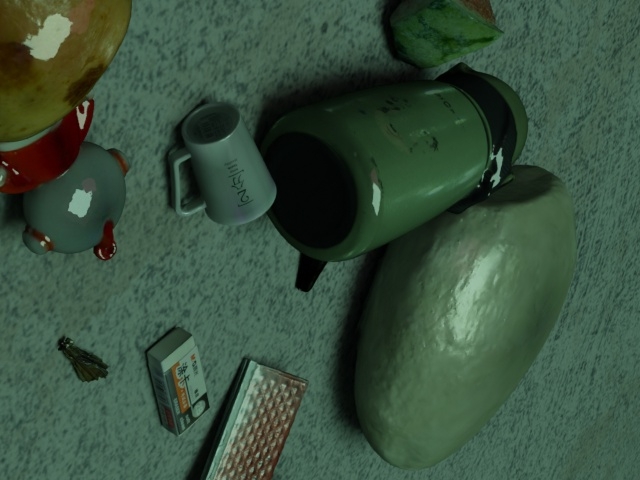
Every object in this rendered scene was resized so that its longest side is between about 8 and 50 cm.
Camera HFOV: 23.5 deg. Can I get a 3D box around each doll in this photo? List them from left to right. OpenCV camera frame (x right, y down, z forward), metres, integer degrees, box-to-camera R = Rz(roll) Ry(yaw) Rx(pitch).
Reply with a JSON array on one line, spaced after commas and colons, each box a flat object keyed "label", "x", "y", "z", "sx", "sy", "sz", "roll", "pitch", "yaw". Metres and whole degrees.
[{"label": "doll", "x": -0.228, "y": -0.068, "z": 1.329, "sx": 0.142, "sy": 0.076, "sz": 0.245, "roll": -48, "pitch": 142, "yaw": -23}]

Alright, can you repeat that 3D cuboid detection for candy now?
[{"label": "candy", "x": 0.195, "y": 0.107, "z": 1.994, "sx": 0.386, "sy": 0.186, "sz": 0.427, "roll": 0, "pitch": 117, "yaw": -60}]

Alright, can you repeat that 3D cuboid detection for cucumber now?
[{"label": "cucumber", "x": 0.002, "y": 0.001, "z": 1.758, "sx": 0.033, "sy": 0.034, "sz": 0.135, "roll": -29, "pitch": 135, "yaw": -50}]

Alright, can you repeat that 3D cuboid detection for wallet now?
[{"label": "wallet", "x": -0.083, "y": 0.241, "z": 1.783, "sx": 0.103, "sy": 0.020, "sz": 0.196, "roll": 22, "pitch": 87, "yaw": -42}]

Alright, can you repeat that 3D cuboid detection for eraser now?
[{"label": "eraser", "x": -0.152, "y": 0.152, "z": 1.646, "sx": 0.052, "sy": 0.029, "sz": 0.122, "roll": -42, "pitch": 143, "yaw": -32}]

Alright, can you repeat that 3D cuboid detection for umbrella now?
[{"label": "umbrella", "x": -0.234, "y": 0.119, "z": 1.514, "sx": 0.031, "sy": 0.020, "sz": 0.083, "roll": -23, "pitch": 148, "yaw": 10}]

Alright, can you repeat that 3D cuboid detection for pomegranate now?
[{"label": "pomegranate", "x": -0.235, "y": -0.183, "z": 1.098, "sx": 0.215, "sy": 0.215, "sz": 0.215, "roll": -35, "pitch": 139, "yaw": -38}]

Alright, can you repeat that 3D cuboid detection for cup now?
[{"label": "cup", "x": -0.106, "y": -0.069, "z": 1.525, "sx": 0.104, "sy": 0.074, "sz": 0.116, "roll": -26, "pitch": 136, "yaw": -5}]

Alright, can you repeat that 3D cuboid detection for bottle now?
[{"label": "bottle", "x": 0.097, "y": -0.096, "z": 1.693, "sx": 0.347, "sy": 0.168, "sz": 0.168, "roll": -22, "pitch": 130, "yaw": -46}]

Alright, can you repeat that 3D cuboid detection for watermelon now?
[{"label": "watermelon", "x": 0.148, "y": -0.274, "z": 1.704, "sx": 0.098, "sy": 0.121, "sz": 0.158, "roll": 39, "pitch": 76, "yaw": -40}]
